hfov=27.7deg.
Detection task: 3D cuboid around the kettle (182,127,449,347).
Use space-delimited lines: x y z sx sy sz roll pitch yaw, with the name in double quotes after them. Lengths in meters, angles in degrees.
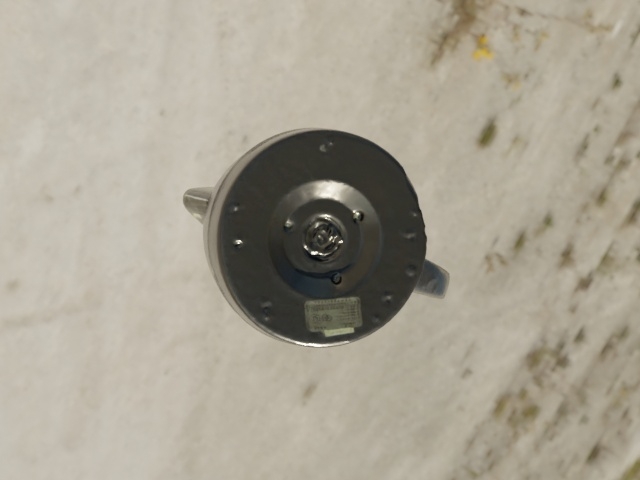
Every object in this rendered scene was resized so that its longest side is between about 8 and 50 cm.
-0.011 -0.013 1.326 0.250 0.207 0.271 -14 -173 -15 "kettle"
